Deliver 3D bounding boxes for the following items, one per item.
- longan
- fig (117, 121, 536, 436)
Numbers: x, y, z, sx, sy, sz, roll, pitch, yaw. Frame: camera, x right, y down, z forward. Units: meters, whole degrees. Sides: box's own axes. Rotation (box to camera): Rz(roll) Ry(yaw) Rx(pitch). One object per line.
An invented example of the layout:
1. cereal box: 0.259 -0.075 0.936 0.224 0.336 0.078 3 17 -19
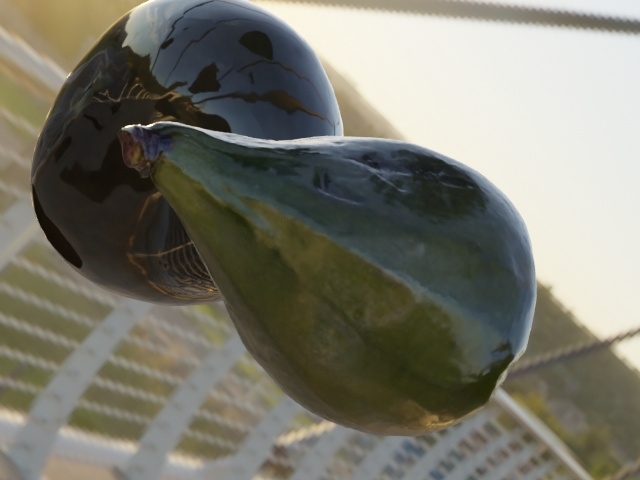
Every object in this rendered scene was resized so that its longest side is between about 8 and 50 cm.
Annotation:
1. longan: -0.081 -0.058 1.047 0.196 0.220 0.196 22 36 -17
2. fig: -0.003 0.012 0.693 0.185 0.126 0.133 14 47 -5
